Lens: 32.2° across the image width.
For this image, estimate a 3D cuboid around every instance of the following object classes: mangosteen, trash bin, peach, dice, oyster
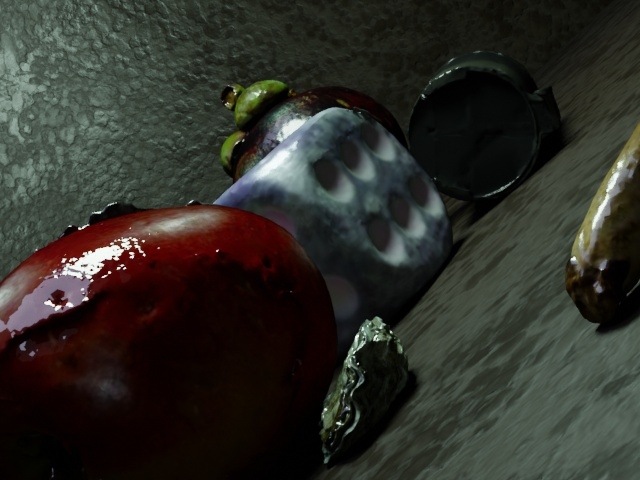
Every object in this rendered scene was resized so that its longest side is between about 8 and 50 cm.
[{"bbox_3d":[-0.019,-0.127,1.853,0.306,0.359,0.306,-33,-33,-25],"label":"mangosteen"},{"bbox_3d":[0.242,-0.181,1.720,0.252,0.203,0.301,-19,9,14],"label":"trash bin"},{"bbox_3d":[-0.157,0.133,1.159,0.353,0.339,0.416,-4,21,29],"label":"peach"},{"bbox_3d":[0.000,0.000,1.541,0.271,0.270,0.270,-40,3,37],"label":"dice"},{"bbox_3d":[0.042,0.134,1.026,0.125,0.064,0.177,-61,-1,43],"label":"oyster"}]

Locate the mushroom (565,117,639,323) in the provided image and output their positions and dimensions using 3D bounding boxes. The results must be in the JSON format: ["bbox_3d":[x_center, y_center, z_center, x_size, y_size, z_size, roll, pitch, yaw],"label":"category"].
[{"bbox_3d":[0.227,-0.134,0.686,0.301,0.208,0.233,-36,21,32],"label":"mushroom"}]
